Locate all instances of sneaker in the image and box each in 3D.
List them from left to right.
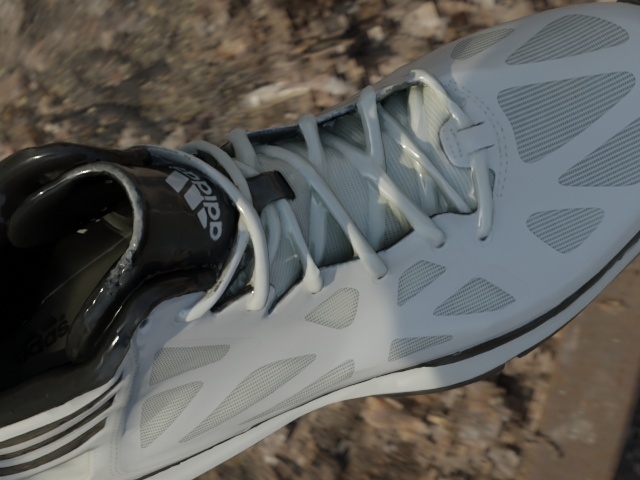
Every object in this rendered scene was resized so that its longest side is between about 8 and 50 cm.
[{"bbox_3d":[0.000,0.001,0.912,0.447,0.257,0.169,-30,78,1],"label":"sneaker"}]
